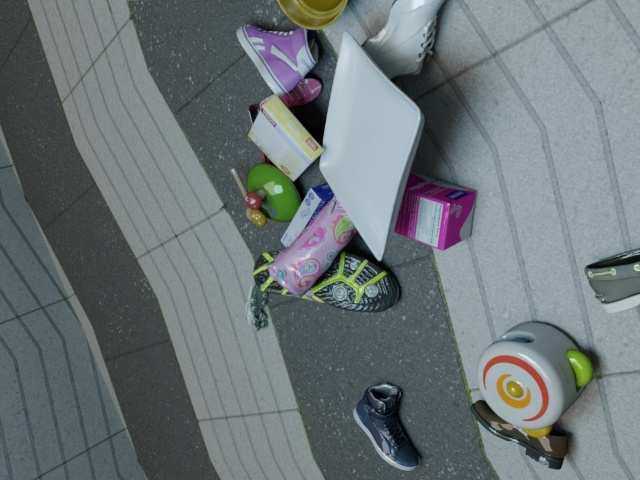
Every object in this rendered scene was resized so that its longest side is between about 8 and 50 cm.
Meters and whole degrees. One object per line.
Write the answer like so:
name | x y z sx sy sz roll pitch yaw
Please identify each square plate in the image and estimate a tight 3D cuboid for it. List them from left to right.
square plate | 0.099 -0.197 1.339 0.344 0.049 0.347 -119 30 -44

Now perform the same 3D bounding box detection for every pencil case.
pencil case | 0.000 0.000 1.558 0.124 0.124 0.284 42 89 24

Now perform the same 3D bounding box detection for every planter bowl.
planter bowl | 0.002 -0.577 1.420 0.217 0.090 0.217 21 126 32

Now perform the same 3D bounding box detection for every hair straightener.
hair straightener | -0.134 -0.248 1.739 0.089 0.047 0.231 8 113 43

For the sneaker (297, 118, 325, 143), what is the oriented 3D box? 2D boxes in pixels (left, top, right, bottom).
sneaker | -0.038 -0.267 1.631 0.170 0.051 0.089 -28 92 51

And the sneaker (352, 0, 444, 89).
sneaker | 0.186 -0.415 1.320 0.129 0.111 0.297 49 144 4

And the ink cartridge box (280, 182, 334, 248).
ink cartridge box | -0.020 -0.062 1.669 0.046 0.097 0.207 50 135 18

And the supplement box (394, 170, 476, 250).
supplement box | 0.211 -0.073 1.421 0.220 0.111 0.114 24 122 36

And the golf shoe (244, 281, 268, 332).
golf shoe | -0.209 0.192 1.999 0.086 0.069 0.176 30 126 41

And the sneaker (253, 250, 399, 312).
sneaker | 0.024 0.094 1.681 0.384 0.147 0.145 12 90 23

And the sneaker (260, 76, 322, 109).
sneaker | -0.070 -0.364 1.614 0.170 0.075 0.063 -20 120 28

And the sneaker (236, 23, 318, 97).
sneaker | -0.093 -0.471 1.584 0.161 0.102 0.282 -39 53 9

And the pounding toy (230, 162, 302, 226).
pounding toy | -0.168 -0.102 1.754 0.236 0.110 0.183 5 130 49

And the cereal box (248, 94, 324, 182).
cereal box | -0.089 -0.240 1.596 0.173 0.047 0.240 48 164 -5

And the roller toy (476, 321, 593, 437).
roller toy | 0.424 0.278 1.335 0.191 0.146 0.209 39 132 27

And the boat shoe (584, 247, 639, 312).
boat shoe | 0.583 0.031 1.095 0.091 0.109 0.305 57 141 4

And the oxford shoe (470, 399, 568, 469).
oxford shoe | 0.438 0.400 1.439 0.227 0.082 0.096 23 103 37

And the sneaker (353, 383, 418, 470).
sneaker | 0.187 0.480 1.707 0.226 0.086 0.164 44 136 24
